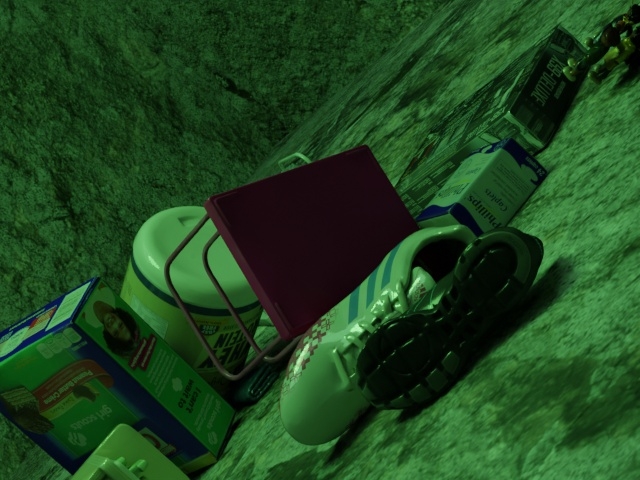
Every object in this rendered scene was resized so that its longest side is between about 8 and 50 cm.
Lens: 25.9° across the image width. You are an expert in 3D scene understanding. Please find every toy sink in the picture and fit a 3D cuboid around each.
[{"bbox_3d":[-0.289,0.391,1.962,0.234,0.153,0.131,-49,10,-17],"label":"toy sink"}]

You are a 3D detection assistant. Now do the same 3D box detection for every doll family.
[{"bbox_3d":[0.407,-0.269,1.845,0.111,0.076,0.193,-43,6,49],"label":"doll family"}]

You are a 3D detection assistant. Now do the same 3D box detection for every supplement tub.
[{"bbox_3d":[-0.216,0.128,2.248,0.228,0.228,0.316,-61,-8,-55],"label":"supplement tub"}]

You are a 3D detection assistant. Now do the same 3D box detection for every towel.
[{"bbox_3d":[-0.111,0.228,2.205,0.067,0.029,0.119,-51,11,-20],"label":"towel"}]

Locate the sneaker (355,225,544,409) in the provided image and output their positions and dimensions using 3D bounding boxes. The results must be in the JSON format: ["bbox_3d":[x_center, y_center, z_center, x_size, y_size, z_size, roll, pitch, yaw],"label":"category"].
[{"bbox_3d":[0.149,0.090,1.526,0.267,0.101,0.106,-44,-12,22],"label":"sneaker"}]

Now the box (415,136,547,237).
[{"bbox_3d":[0.210,-0.058,1.840,0.137,0.072,0.126,-50,9,-15],"label":"box"}]

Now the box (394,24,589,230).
[{"bbox_3d":[0.247,-0.160,2.082,0.307,0.076,0.242,-38,14,45],"label":"box"}]

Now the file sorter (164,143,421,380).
[{"bbox_3d":[-0.030,0.034,1.854,0.290,0.202,0.182,-22,-15,-42],"label":"file sorter"}]

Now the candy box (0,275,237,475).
[{"bbox_3d":[-0.332,0.240,2.134,0.268,0.317,0.122,-29,26,36],"label":"candy box"}]

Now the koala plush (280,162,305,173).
[{"bbox_3d":[0.000,0.000,2.242,0.196,0.203,0.221,-41,23,35],"label":"koala plush"}]

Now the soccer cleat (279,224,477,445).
[{"bbox_3d":[0.073,0.100,1.660,0.331,0.116,0.143,-51,9,-23],"label":"soccer cleat"}]

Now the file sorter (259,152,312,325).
[{"bbox_3d":[-0.082,-0.001,2.581,0.278,0.173,0.193,-50,9,-13],"label":"file sorter"}]
